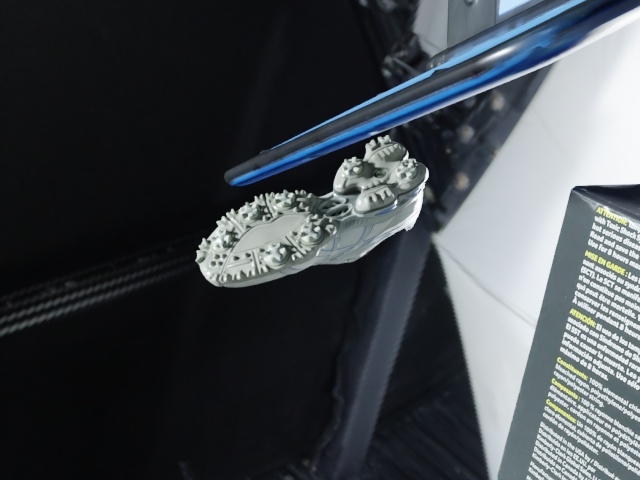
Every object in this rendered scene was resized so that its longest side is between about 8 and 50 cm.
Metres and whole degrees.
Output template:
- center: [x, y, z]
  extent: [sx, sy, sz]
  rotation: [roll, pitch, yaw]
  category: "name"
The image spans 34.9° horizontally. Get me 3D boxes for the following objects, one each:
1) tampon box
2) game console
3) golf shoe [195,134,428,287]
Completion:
- center: [0.165, 0.065, 0.444]
  extent: [0.120, 0.101, 0.161]
  rotation: [-4, -66, -34]
  category: "tampon box"
- center: [0.082, -0.156, 0.471]
  extent: [0.173, 0.293, 0.250]
  rotation: [5, -97, -25]
  category: "game console"
- center: [0.000, 0.000, 0.733]
  extent: [0.176, 0.069, 0.086]
  rotation: [-24, -38, -9]
  category: "golf shoe"
